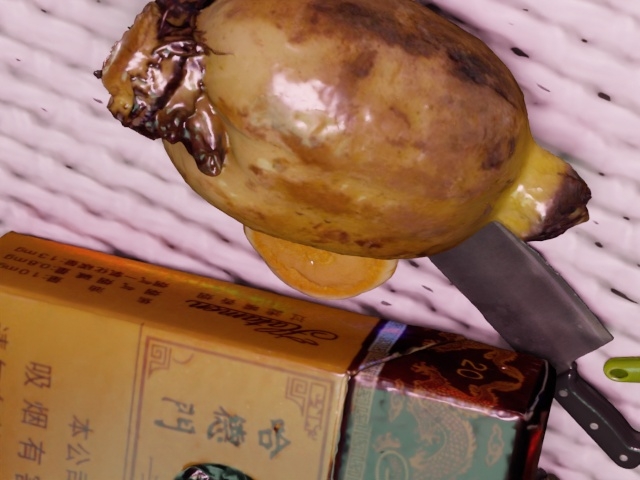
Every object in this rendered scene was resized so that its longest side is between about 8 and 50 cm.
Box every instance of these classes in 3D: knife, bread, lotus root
[{"bbox_3d":[0.279,0.089,1.328,0.184,0.026,0.022,0,119,25],"label":"knife"},{"bbox_3d":[0.156,0.063,1.340,0.072,0.019,0.245,-28,114,38],"label":"knife"},{"bbox_3d":[0.000,0.000,1.338,0.110,0.024,0.110,11,135,11],"label":"bread"},{"bbox_3d":[0.017,-0.072,1.180,0.314,0.141,0.169,21,140,-14],"label":"lotus root"}]

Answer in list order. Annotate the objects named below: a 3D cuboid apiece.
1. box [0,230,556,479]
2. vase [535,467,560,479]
[{"bbox_3d":[-0.061,0.167,1.380,0.415,0.116,0.264,15,110,13],"label":"box"},{"bbox_3d":[0.109,0.232,1.477,0.183,0.120,0.120,-38,114,24],"label":"vase"}]
